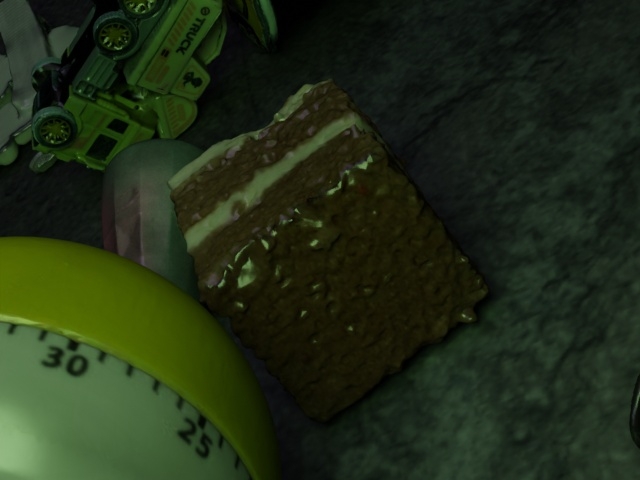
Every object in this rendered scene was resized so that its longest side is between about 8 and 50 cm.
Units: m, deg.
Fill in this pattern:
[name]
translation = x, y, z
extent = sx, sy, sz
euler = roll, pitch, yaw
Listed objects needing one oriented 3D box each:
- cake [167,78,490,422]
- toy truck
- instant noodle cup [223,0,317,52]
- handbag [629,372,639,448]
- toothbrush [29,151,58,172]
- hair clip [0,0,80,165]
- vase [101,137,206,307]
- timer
[cake]
translation = 0.000, 0.000, 0.848
extent = 0.135, 0.134, 0.147
euler = -36, 26, 3
[toy truck]
translation = -0.138, -0.139, 1.118
extent = 0.191, 0.116, 0.085
euler = -52, 30, 25
[instant noodle cup]
translation = 0.000, -0.292, 1.124
extent = 0.236, 0.215, 0.215
euler = -31, 34, -6
[handbag]
translation = 0.199, 0.050, 0.672
extent = 0.139, 0.072, 0.115
euler = -44, 35, 15
[toothbrush]
translation = -0.170, -0.122, 1.231
extent = 0.194, 0.014, 0.017
euler = -41, 35, -4
[hair clip]
translation = -0.267, -0.155, 1.328
extent = 0.140, 0.054, 0.220
euler = -30, 38, 5
[vase]
translation = -0.105, 0.033, 0.947
extent = 0.086, 0.086, 0.214
euler = -24, 42, 20
[timer]
translation = -0.142, 0.104, 0.752
extent = 0.285, 0.285, 0.285
euler = -24, 37, 20
